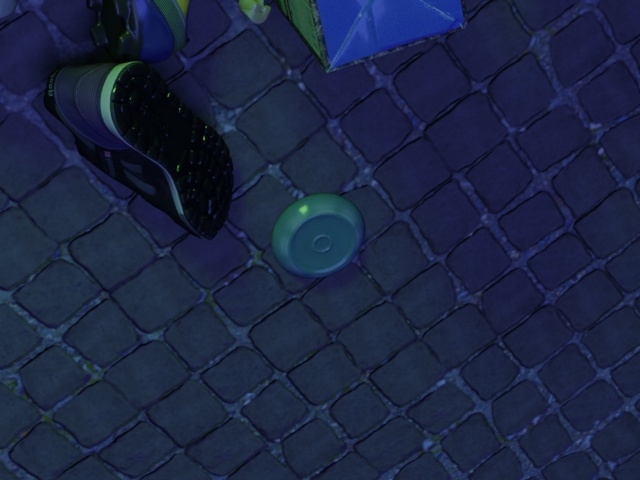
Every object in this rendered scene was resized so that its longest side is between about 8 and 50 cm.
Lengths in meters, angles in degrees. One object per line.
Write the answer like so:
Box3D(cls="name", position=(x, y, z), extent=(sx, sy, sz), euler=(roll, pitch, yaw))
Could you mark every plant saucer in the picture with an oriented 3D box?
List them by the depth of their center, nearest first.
Box3D(cls="plant saucer", position=(0.000, 0.000, 1.559), extent=(0.119, 0.021, 0.119), euler=(-7, 120, -12))

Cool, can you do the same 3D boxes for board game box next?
Box3D(cls="board game box", position=(0.008, -0.331, 1.209), extent=(0.141, 0.291, 0.232), euler=(-18, 123, -7))

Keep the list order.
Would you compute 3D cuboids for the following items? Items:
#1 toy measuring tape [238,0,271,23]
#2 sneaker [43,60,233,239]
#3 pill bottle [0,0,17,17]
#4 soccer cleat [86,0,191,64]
Box3D(cls="toy measuring tape", position=(-0.131, -0.342, 1.181), extent=(0.121, 0.121, 0.330), euler=(-17, 124, -7))
Box3D(cls="sneaker", position=(-0.196, -0.104, 1.409), extent=(0.107, 0.124, 0.283), euler=(-67, 148, -25))
Box3D(cls="pill bottle", position=(-0.330, -0.368, 1.154), extent=(0.176, 0.176, 0.318), euler=(1, 118, -18))
Box3D(cls="soccer cleat", position=(-0.175, -0.322, 1.298), extent=(0.121, 0.093, 0.289), euler=(-20, 124, -42))
